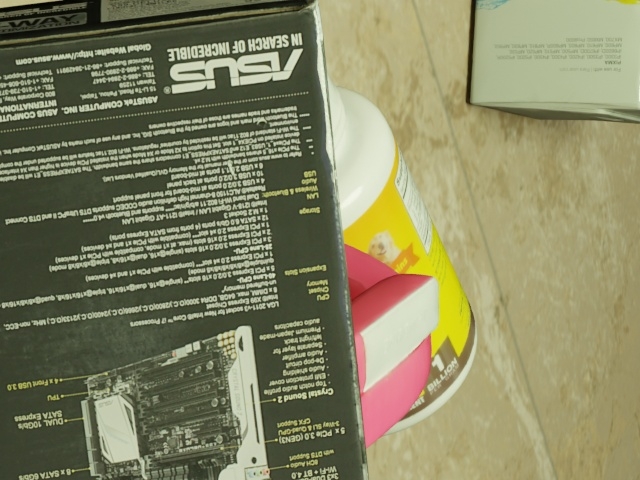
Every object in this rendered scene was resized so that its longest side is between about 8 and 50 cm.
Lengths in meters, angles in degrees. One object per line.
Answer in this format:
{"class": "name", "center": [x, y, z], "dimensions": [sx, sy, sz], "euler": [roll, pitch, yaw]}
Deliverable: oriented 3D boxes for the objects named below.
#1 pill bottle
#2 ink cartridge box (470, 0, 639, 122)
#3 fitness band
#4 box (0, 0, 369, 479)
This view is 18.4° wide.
{"class": "pill bottle", "center": [0.000, 0.000, 1.045], "dimensions": [0.117, 0.117, 0.215], "euler": [-64, 142, -34]}
{"class": "ink cartridge box", "center": [0.186, -0.169, 1.339], "dimensions": [0.128, 0.127, 0.176], "euler": [5, 89, -61]}
{"class": "fitness band", "center": [-0.072, 0.051, 0.833], "dimensions": [0.291, 0.209, 0.054], "euler": [-29, 120, -55]}
{"class": "box", "center": [-0.139, 0.053, 0.640], "dimensions": [0.076, 0.307, 0.242], "euler": [-113, -164, -73]}
